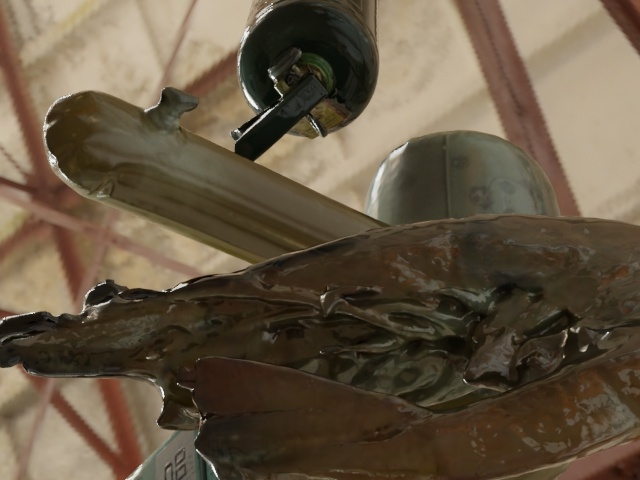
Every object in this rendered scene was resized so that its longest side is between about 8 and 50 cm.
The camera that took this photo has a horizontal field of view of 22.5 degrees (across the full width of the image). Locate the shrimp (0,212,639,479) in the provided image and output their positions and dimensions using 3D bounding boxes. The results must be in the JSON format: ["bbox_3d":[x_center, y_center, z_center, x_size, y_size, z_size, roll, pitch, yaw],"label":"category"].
[{"bbox_3d":[0.021,0.046,0.520,0.145,0.254,0.059,-113,-164,-62],"label":"shrimp"}]

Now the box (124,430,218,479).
[{"bbox_3d":[-0.088,0.264,1.153,0.153,0.092,0.244,-44,-145,31],"label":"box"}]

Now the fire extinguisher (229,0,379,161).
[{"bbox_3d":[-0.011,-0.138,1.125,0.114,0.095,0.311,-34,-162,13],"label":"fire extinguisher"}]

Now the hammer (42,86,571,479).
[{"bbox_3d":[0.000,0.000,0.775,0.113,0.305,0.201,-37,-140,35],"label":"hammer"}]
